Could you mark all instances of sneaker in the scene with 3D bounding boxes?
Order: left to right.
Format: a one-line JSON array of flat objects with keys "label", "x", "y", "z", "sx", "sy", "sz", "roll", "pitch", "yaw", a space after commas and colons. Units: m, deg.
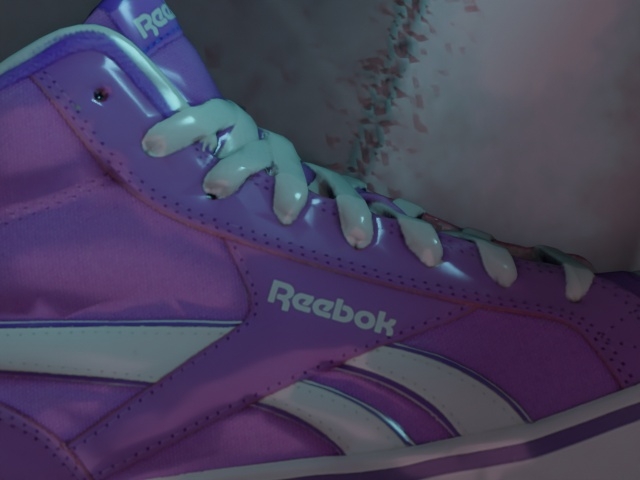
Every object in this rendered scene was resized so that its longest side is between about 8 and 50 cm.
[{"label": "sneaker", "x": 0.000, "y": 0.000, "z": 0.509, "sx": 0.282, "sy": 0.102, "sz": 0.161, "roll": -8, "pitch": 94, "yaw": -6}]
